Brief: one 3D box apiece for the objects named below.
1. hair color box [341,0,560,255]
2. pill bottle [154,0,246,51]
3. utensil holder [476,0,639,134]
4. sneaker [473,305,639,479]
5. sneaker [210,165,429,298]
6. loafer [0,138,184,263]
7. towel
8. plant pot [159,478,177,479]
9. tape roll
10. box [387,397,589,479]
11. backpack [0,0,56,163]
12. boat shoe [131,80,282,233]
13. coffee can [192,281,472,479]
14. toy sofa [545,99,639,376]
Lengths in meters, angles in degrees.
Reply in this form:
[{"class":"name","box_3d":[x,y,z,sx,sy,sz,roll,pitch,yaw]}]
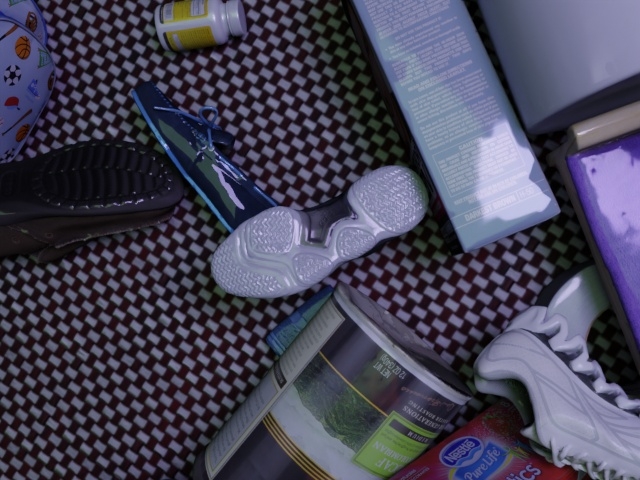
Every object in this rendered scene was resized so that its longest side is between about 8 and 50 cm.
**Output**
[{"class":"hair color box","box_3d":[0.140,-0.174,0.712,0.113,0.185,0.375,-23,84,6]},{"class":"pill bottle","box_3d":[-0.165,-0.303,0.820,0.116,0.065,0.065,-5,86,7]},{"class":"utensil holder","box_3d":[0.295,-0.340,0.585,0.327,0.327,0.386,-18,88,6]},{"class":"sneaker","box_3d":[0.280,0.200,0.593,0.118,0.110,0.292,-29,52,-23]},{"class":"sneaker","box_3d":[0.000,0.000,0.734,0.268,0.153,0.101,-24,84,-4]},{"class":"loafer","box_3d":[-0.367,-0.045,0.820,0.365,0.130,0.134,-6,52,-1]},{"class":"towel","box_3d":[-0.012,0.119,0.795,0.119,0.029,0.067,-40,83,5]},{"class":"plant pot","box_3d":[-0.214,0.438,0.692,0.247,0.252,0.248,-36,83,4]},{"class":"tape roll","box_3d":[0.374,0.129,0.722,0.219,0.072,0.220,0,87,7]},{"class":"box","box_3d":[0.171,0.295,0.630,0.122,0.256,0.128,20,119,45]},{"class":"backpack","box_3d":[-0.488,-0.244,0.771,0.213,0.276,0.264,19,83,3]},{"class":"boat shoe","box_3d":[-0.149,-0.115,0.803,0.089,0.109,0.258,-38,99,-3]},{"class":"coffee can","box_3d":[0.012,0.217,0.693,0.201,0.201,0.275,39,95,8]},{"class":"toy sofa","box_3d":[0.382,0.029,0.602,0.150,0.177,0.363,-20,85,5]}]
